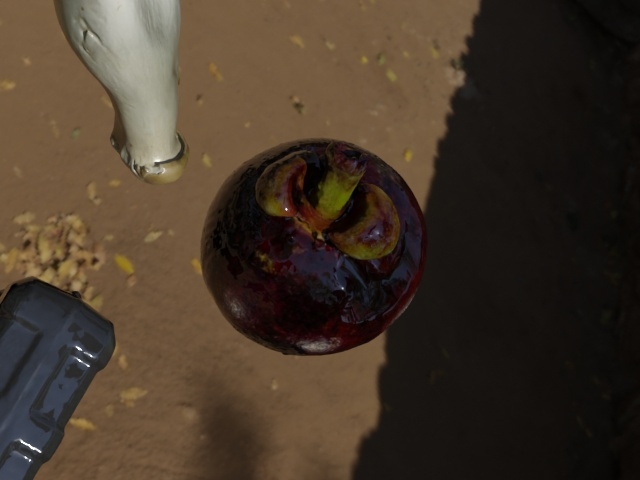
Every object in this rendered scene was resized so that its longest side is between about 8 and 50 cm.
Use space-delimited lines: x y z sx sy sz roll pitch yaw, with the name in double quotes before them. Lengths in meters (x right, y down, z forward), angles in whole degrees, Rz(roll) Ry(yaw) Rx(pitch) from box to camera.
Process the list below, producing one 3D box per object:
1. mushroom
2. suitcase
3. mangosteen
"mushroom" -0.155 -0.148 0.724 0.093 0.225 0.116 -2 47 -2
"suitcase" -0.230 0.128 0.563 0.066 0.285 0.206 34 69 -20
"mangosteen" 0.000 0.009 1.178 0.297 0.293 0.297 -3 95 -32
